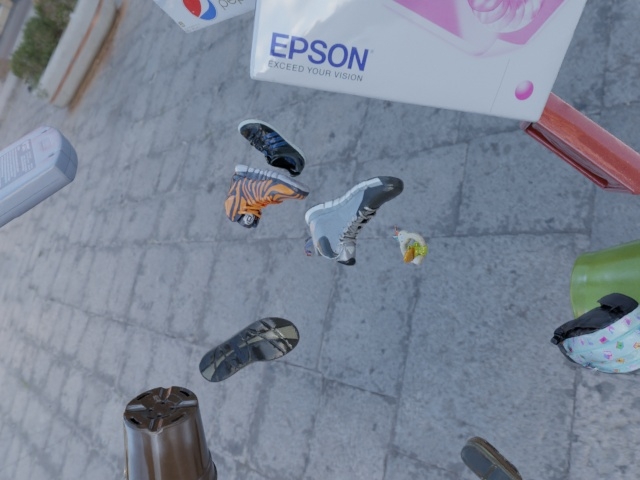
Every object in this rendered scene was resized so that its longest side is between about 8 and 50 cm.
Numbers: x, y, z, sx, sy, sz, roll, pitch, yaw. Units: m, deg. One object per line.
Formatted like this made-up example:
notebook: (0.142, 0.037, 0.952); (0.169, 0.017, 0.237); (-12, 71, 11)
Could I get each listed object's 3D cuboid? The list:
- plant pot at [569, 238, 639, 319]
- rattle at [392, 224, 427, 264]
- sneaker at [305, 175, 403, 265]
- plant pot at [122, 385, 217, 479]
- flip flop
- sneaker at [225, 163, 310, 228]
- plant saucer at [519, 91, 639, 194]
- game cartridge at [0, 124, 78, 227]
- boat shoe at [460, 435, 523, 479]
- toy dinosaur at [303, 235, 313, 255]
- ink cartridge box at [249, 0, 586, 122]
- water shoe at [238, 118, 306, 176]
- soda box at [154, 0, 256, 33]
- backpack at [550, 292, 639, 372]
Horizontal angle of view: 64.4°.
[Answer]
plant pot: (0.874, 0.141, 1.330); (0.353, 0.366, 0.367); (-6, 70, 46)
rattle: (0.319, 0.018, 2.039); (0.200, 0.142, 0.130); (47, 150, 31)
sneaker: (0.069, -0.023, 0.939); (0.228, 0.086, 0.132); (-24, 67, 44)
plant pot: (-0.271, 0.359, 0.892); (0.167, 0.167, 0.165); (22, 119, 53)
flip flop: (-0.186, 0.284, 1.334); (0.277, 0.080, 0.112); (-29, 86, 4)
sneaker: (-0.166, -0.114, 1.508); (0.321, 0.124, 0.180); (17, 88, 47)
plant saucer: (0.446, -0.160, 0.876); (0.258, 0.259, 0.048); (40, 107, 9)
game cartridge: (-0.570, -0.133, 0.981); (0.196, 0.060, 0.294); (-40, 39, -8)
boat shoe: (0.570, 0.726, 1.542); (0.307, 0.104, 0.111); (50, 120, 23)
toy dinosaur: (0.000, 0.000, 1.122); (0.082, 0.047, 0.090); (-32, 6, 30)
ink cartridge box: (0.111, -0.295, 0.473); (0.071, 0.324, 0.330); (-105, 23, -58)
water shoe: (-0.126, -0.244, 1.337); (0.073, 0.203, 0.080); (-46, 23, 42)
soda box: (-0.135, -0.363, 0.711); (0.216, 0.074, 0.069); (2, 66, 39)
backpack: (0.530, 0.172, 0.923); (0.152, 0.182, 0.115); (-37, 78, -5)
